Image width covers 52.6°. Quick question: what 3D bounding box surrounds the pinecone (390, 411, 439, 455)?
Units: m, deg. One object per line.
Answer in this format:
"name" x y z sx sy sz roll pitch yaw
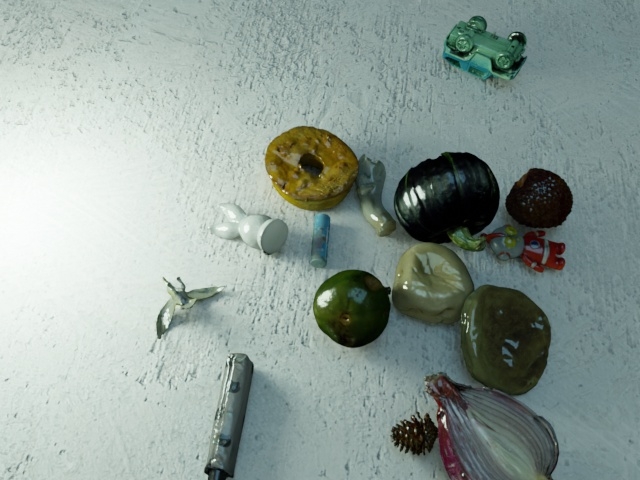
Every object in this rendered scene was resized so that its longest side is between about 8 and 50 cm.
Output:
"pinecone" 0.219 0.451 1.503 0.110 0.102 0.102 -14 58 -11

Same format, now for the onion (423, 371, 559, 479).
"onion" 0.356 0.456 1.477 0.267 0.159 0.348 -28 63 -35

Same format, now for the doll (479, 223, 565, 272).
"doll" 0.577 0.016 1.854 0.245 0.076 0.142 17 55 1

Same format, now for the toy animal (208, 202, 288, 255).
"toy animal" -0.195 -0.032 1.807 0.221 0.131 0.103 19 87 37

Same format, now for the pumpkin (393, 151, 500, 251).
"pumpkin" 0.352 -0.083 1.776 0.296 0.295 0.295 3 56 -4

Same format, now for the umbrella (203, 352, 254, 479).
"umbrella" -0.213 0.420 1.493 0.067 0.073 0.337 -11 51 25

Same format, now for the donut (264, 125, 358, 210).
"donut" -0.028 -0.203 1.916 0.278 0.108 0.277 3 56 -5

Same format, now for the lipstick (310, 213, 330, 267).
"lipstick" 0.000 0.000 1.817 0.048 0.048 0.157 6 55 -2

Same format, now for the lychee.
"lychee" 0.644 -0.114 1.897 0.188 0.188 0.188 3 56 -4

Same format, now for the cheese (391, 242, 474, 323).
"cheese" 0.293 0.117 1.728 0.218 0.117 0.235 -34 65 -24

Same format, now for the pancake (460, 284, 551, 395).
"pancake" 0.474 0.248 1.658 0.295 0.049 0.294 8 70 -21

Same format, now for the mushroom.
"mushroom" 0.156 -0.133 1.904 0.096 0.099 0.277 -9 61 1

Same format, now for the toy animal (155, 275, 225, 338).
"toy animal" -0.363 0.129 1.664 0.219 0.095 0.155 -31 68 -25

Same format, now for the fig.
"fig" 0.098 0.166 1.659 0.195 0.195 0.245 40 25 20

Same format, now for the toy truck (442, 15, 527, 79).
"toy truck" 0.576 -0.663 2.267 0.279 0.156 0.155 28 58 12
